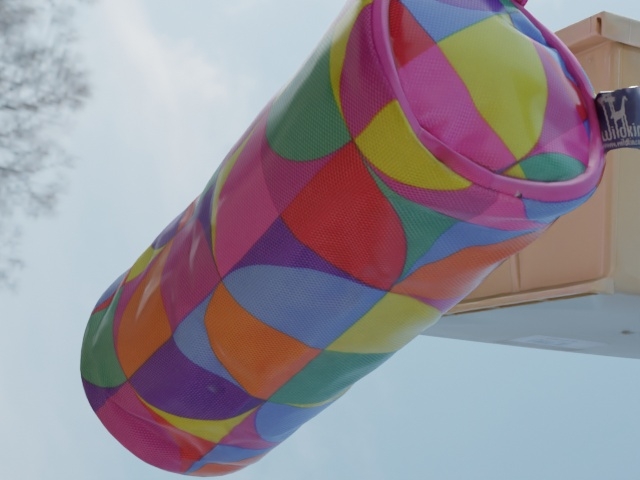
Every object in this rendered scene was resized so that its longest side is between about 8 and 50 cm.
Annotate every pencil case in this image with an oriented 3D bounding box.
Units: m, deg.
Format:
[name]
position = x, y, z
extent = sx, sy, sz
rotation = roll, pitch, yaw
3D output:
[pencil case]
position = 0.000, 0.000, 0.450
extent = 0.236, 0.104, 0.104
rotation = -43, -128, 43

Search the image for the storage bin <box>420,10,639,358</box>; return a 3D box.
[storage bin]
position = 0.169, -0.005, 0.701
extent = 0.260, 0.262, 0.123
rotation = -14, -110, 61
